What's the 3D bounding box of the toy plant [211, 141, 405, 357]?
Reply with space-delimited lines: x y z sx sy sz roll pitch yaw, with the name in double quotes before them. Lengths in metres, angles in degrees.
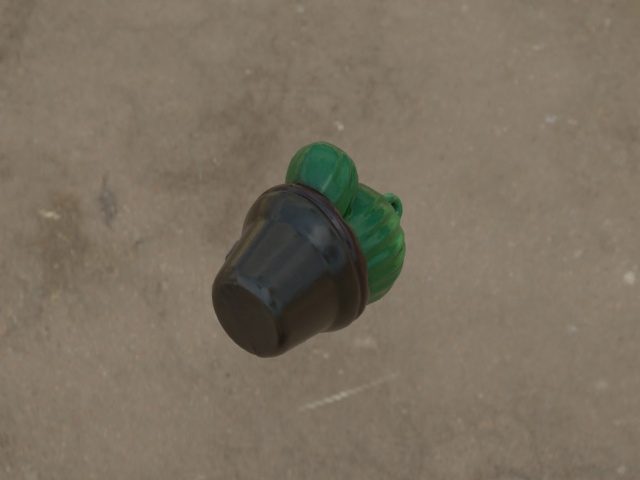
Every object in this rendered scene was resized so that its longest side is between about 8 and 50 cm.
"toy plant" 0.000 0.000 0.886 0.105 0.142 0.200 4 34 36
